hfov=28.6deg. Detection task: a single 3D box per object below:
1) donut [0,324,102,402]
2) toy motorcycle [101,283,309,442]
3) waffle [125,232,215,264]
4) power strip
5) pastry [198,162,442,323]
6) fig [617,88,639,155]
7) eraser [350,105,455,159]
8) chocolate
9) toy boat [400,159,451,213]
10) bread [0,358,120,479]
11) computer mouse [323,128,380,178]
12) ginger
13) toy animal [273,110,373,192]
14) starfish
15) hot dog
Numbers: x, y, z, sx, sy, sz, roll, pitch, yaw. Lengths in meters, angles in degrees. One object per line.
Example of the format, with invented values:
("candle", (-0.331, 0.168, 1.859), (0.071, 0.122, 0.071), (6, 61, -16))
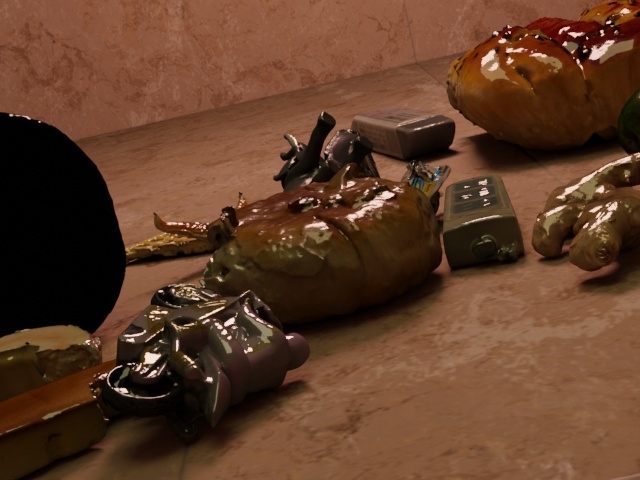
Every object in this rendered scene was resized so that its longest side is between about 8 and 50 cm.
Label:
("donut", (-0.276, 0.125, 1.145), (0.166, 0.065, 0.108), (-15, 13, -6))
("toy motorcycle", (-0.087, 0.094, 1.048), (0.152, 0.073, 0.225), (8, 22, 4))
("waffle", (-0.191, 0.012, 1.647), (0.097, 0.023, 0.152), (-26, 20, -35))
("power strip", (0.178, -0.027, 1.402), (0.080, 0.048, 0.286), (-10, 12, 8))
("pastry", (0.003, 0.001, 1.278), (0.236, 0.121, 0.257), (-11, 13, 6))
("fig", (0.429, -0.130, 1.490), (0.117, 0.117, 0.177), (-14, 23, -6))
("eraser", (0.131, -0.181, 2.078), (0.089, 0.061, 0.352), (-15, 13, -12))
("chocolate", (-0.359, 0.011, 1.362), (0.283, 0.283, 0.186), (-19, -2, -25))
("toy boat", (0.102, -0.033, 1.473), (0.084, 0.066, 0.210), (-45, 8, 28))
("bread", (-0.234, 0.154, 1.018), (0.226, 0.049, 0.088), (-20, 15, -33))
("computer mouse", (0.040, -0.085, 1.653), (0.062, 0.106, 0.192), (-23, 17, 10))
("ginger", (0.272, -0.018, 1.248), (0.149, 0.065, 0.258), (-20, 13, 30))
("toy animal", (-0.003, -0.084, 1.530), (0.137, 0.082, 0.269), (-52, 25, 25))
("starfish", (-0.088, -0.021, 1.590), (0.138, 0.050, 0.247), (12, 11, 25))
("hot dog", (0.365, -0.245, 1.848), (0.367, 0.196, 0.365), (-14, 16, 8))
